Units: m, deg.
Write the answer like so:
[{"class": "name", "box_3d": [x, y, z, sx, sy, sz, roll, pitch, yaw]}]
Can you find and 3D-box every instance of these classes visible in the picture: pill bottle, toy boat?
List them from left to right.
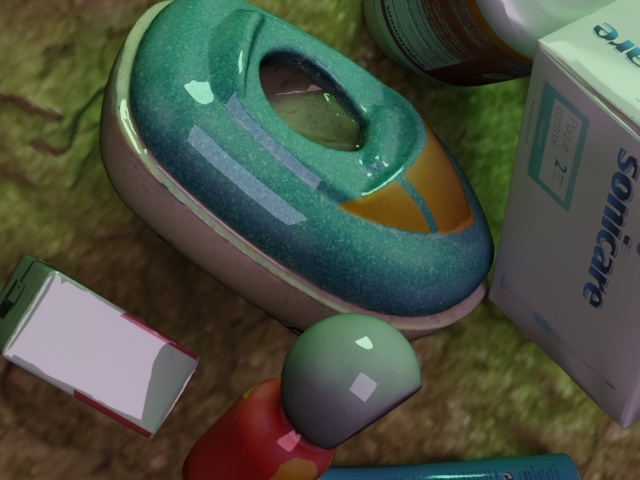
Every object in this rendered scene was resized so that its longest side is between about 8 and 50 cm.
[{"class": "toy boat", "box_3d": [0.000, 0.000, 0.827, 0.267, 0.148, 0.318, 30, 41, -23]}, {"class": "pill bottle", "box_3d": [0.105, -0.157, 0.914, 0.121, 0.216, 0.121, 0, 91, -18]}]

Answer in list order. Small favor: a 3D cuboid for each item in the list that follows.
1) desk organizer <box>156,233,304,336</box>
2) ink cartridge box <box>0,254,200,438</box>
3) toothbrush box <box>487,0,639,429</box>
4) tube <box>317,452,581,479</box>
[{"class": "desk organizer", "box_3d": [-0.034, 0.013, 0.959, 0.130, 0.047, 0.050, 36, 77, -16]}, {"class": "ink cartridge box", "box_3d": [-0.138, 0.059, 0.877, 0.099, 0.135, 0.056, 32, 84, -16]}, {"class": "toothbrush box", "box_3d": [0.255, -0.058, 0.865, 0.295, 0.216, 0.126, -30, 57, -24]}, {"class": "tube", "box_3d": [0.070, 0.179, 0.998, 0.207, 0.052, 0.080, -4, 87, -14]}]
